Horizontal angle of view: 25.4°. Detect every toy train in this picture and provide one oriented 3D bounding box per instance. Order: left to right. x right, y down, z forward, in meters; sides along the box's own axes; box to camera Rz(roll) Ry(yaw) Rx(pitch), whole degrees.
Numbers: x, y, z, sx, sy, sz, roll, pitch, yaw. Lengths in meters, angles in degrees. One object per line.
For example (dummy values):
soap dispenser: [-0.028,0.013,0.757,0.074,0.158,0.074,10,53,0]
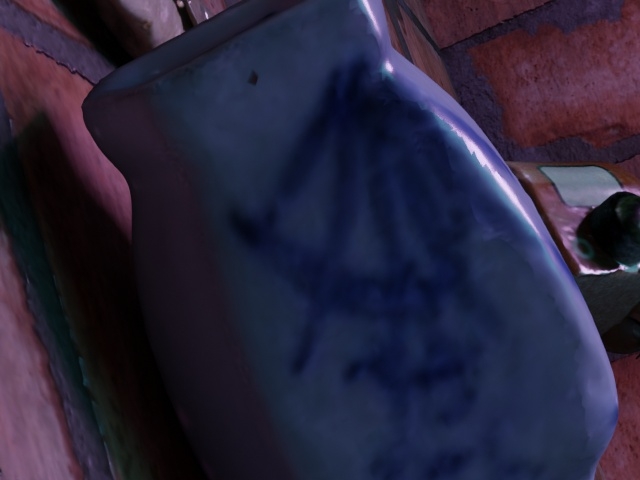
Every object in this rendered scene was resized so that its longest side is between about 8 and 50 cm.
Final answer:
toy train: [0.125,0.057,1.017,0.129,0.326,0.159,-5,56,-35]

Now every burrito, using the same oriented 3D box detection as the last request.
burrito: [-0.105,-0.144,0.968,0.226,0.060,0.087,46,30,-58]

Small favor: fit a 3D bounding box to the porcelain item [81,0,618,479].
porcelain item: [0.032,0.059,0.807,0.405,0.243,0.178,63,-12,-15]
